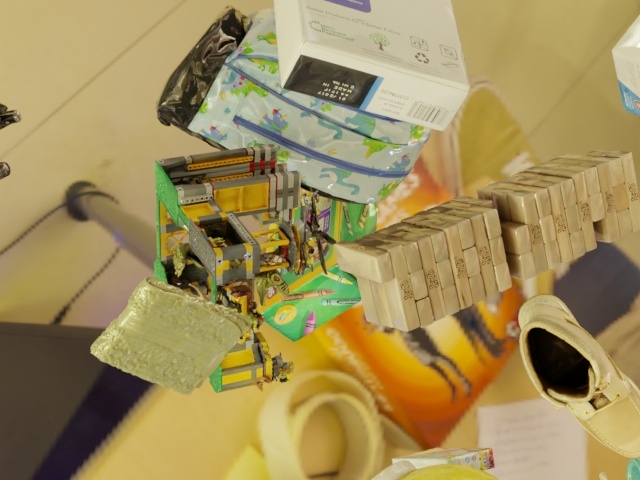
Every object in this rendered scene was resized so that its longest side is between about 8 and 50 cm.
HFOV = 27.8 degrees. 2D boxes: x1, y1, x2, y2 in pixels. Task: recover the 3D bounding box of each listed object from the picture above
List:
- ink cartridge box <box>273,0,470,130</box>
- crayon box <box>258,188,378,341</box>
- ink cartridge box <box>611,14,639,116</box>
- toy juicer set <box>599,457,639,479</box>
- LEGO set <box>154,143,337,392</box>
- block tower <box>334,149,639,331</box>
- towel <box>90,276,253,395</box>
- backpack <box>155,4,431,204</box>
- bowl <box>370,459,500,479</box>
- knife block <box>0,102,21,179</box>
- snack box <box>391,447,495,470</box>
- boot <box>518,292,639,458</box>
[{"bbox_3d":[0.037,-0.253,1.235,0.165,0.065,0.333,13,46,-18],"label":"ink cartridge box"},{"bbox_3d":[0.000,0.000,1.961,0.081,0.165,0.278,38,35,-27],"label":"crayon box"},{"bbox_3d":[0.503,-0.194,1.683,0.078,0.231,0.134,-50,145,-14],"label":"ink cartridge box"},{"bbox_3d":[0.548,0.408,2.045,0.089,0.329,0.209,-6,61,-12],"label":"toy juicer set"},{"bbox_3d":[-0.077,0.023,1.599,0.192,0.331,0.255,-10,113,-20],"label":"LEGO set"},{"bbox_3d":[0.184,-0.003,1.371,0.335,0.091,0.097,-20,105,-25],"label":"block tower"},{"bbox_3d":[-0.149,0.097,1.294,0.148,0.027,0.110,26,109,-43],"label":"towel"},{"bbox_3d":[-0.018,-0.193,1.828,0.355,0.290,0.273,39,109,-9],"label":"backpack"},{"bbox_3d":[0.133,0.412,1.859,0.289,0.289,0.156,-23,58,-35],"label":"bowl"},{"bbox_3d":[-0.477,-0.078,1.498,0.276,0.242,0.088,-50,134,0],"label":"knife block"},{"bbox_3d":[0.199,0.363,2.109,0.100,0.141,0.037,-7,86,-38],"label":"snack box"},{"bbox_3d":[0.349,0.194,1.683,0.095,0.203,0.262,-35,90,12],"label":"boot"}]
